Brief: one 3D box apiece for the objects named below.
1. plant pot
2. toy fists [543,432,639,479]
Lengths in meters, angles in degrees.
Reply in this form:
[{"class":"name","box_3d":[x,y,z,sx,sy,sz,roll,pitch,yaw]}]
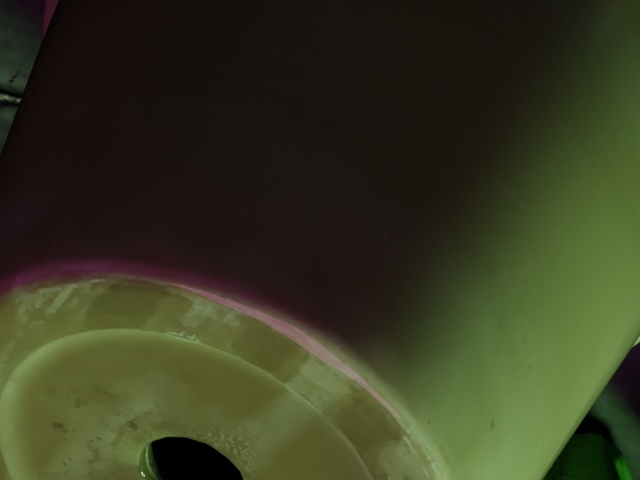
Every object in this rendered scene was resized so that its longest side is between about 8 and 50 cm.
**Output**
[{"class":"plant pot","box_3d":[0.000,0.000,0.570,0.323,0.280,0.323,10,129,13]},{"class":"toy fists","box_3d":[0.181,0.165,0.811,0.279,0.142,0.096,-11,110,30]}]
